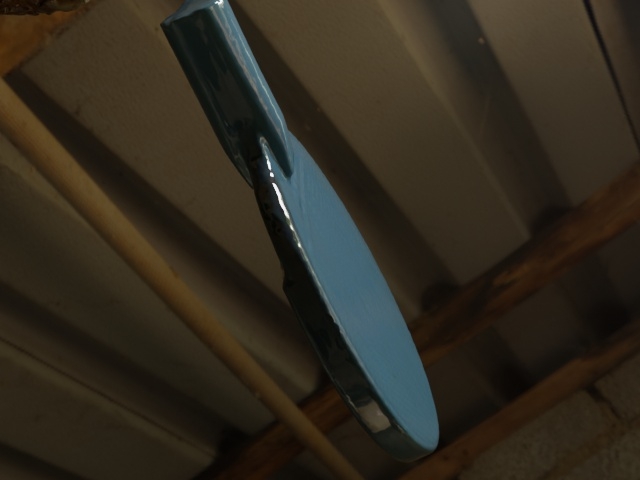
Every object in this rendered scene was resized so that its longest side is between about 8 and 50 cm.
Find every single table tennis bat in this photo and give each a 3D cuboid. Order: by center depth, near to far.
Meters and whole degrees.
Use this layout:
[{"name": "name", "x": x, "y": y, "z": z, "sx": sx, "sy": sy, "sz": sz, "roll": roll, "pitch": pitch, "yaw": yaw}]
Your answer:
[{"name": "table tennis bat", "x": 0.000, "y": 0.000, "z": 0.533, "sx": 0.044, "sy": 0.215, "sz": 0.329, "roll": -24, "pitch": -60, "yaw": 11}]

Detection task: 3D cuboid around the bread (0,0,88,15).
[{"name": "bread", "x": -0.130, "y": -0.127, "z": 0.324, "sx": 0.233, "sy": 0.075, "sz": 0.105, "roll": -3, "pitch": -6, "yaw": 15}]
